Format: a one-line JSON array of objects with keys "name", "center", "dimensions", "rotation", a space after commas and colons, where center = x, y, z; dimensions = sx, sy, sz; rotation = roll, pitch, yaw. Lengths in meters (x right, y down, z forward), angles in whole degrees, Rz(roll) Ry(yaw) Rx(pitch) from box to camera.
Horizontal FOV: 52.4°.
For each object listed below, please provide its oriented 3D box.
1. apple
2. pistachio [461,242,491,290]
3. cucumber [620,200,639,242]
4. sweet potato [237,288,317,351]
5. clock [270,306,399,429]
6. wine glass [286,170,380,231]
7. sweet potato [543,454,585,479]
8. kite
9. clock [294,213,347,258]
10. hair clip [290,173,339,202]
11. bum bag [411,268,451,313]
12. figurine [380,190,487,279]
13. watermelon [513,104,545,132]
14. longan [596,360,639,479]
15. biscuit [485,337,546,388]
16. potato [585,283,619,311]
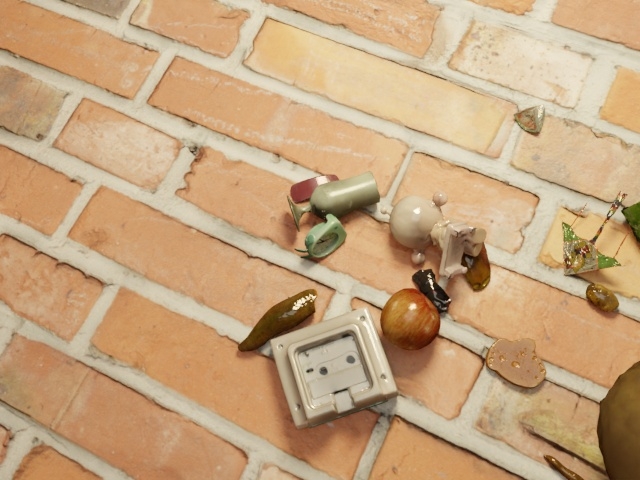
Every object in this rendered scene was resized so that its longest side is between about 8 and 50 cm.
[{"name": "apple", "center": [0.212, 0.191, 1.550], "dimensions": [0.131, 0.146, 0.146], "rotation": [-43, 71, 10]}, {"name": "pistachio", "center": [0.375, 0.039, 1.631], "dimensions": [0.089, 0.049, 0.173], "rotation": [-12, 70, 4]}, {"name": "cucumber", "center": [0.838, -0.001, 1.557], "dimensions": [0.134, 0.134, 0.245], "rotation": [-21, 74, -1]}, {"name": "sweet potato", "center": [-0.105, 0.200, 1.618], "dimensions": [0.243, 0.077, 0.077], "rotation": [-33, 71, -6]}, {"name": "clock", "center": [0.029, 0.300, 1.550], "dimensions": [0.262, 0.116, 0.231], "rotation": [-18, 70, -1]}, {"name": "wine glass", "center": [0.035, -0.104, 1.692], "dimensions": [0.230, 0.103, 0.103], "rotation": [-18, 70, -4]}, {"name": "sweet potato", "center": [0.553, 0.520, 1.462], "dimensions": [0.115, 0.026, 0.026], "rotation": [38, 79, 15]}, {"name": "kite", "center": [0.674, -0.011, 1.587], "dimensions": [0.244, 0.006, 0.198], "rotation": [-56, 47, 10]}, {"name": "clock", "center": [0.000, 0.000, 1.662], "dimensions": [0.135, 0.101, 0.041], "rotation": [-39, 57, -3]}, {"name": "hair clip", "center": [-0.014, -0.142, 1.751], "dimensions": [0.137, 0.022, 0.054], "rotation": [-15, 74, 1]}, {"name": "bum bag", "center": [0.278, 0.125, 1.621], "dimensions": [0.058, 0.034, 0.124], "rotation": [-35, 70, 9]}, {"name": "figurine", "center": [0.262, -0.020, 1.608], "dimensions": [0.144, 0.182, 0.256], "rotation": [-34, 43, -30]}, {"name": "watermelon", "center": [0.565, -0.336, 1.728], "dimensions": [0.085, 0.061, 0.085], "rotation": [-3, 78, 13]}, {"name": "longan", "center": [0.774, 0.431, 1.281], "dimensions": [0.403, 0.404, 0.436], "rotation": [-12, 67, 2]}, {"name": "biscuit", "center": [0.472, 0.285, 1.551], "dimensions": [0.140, 0.023, 0.118], "rotation": [36, 79, 17]}, {"name": "potato", "center": [0.678, 0.137, 1.568], "dimensions": [0.083, 0.040, 0.051], "rotation": [37, 84, 18]}]
